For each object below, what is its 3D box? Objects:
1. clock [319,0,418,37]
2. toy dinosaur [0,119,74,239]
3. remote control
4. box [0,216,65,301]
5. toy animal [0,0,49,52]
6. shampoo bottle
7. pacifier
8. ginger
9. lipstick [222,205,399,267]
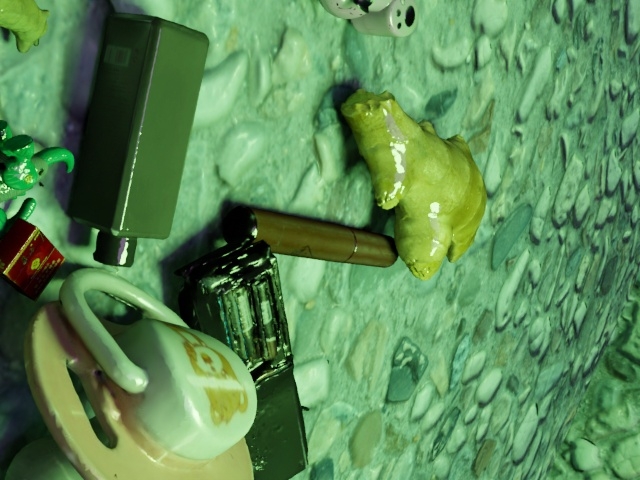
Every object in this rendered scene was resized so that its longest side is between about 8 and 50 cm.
[{"bbox_3d":[0.052,-0.391,0.989,0.248,0.090,0.227,10,95,-53],"label":"clock"},{"bbox_3d":[-0.279,-0.052,0.707,0.132,0.059,0.096,-35,142,-35],"label":"toy dinosaur"},{"bbox_3d":[-0.084,0.180,1.013,0.145,0.062,0.398,-28,129,-26],"label":"remote control"},{"bbox_3d":[-0.273,0.019,0.734,0.051,0.023,0.082,-61,169,-20],"label":"box"},{"bbox_3d":[-0.290,-0.210,0.607,0.218,0.103,0.101,51,38,-44],"label":"toy animal"},{"bbox_3d":[-0.183,-0.096,0.788,0.079,0.080,0.246,6,98,-53],"label":"shampoo bottle"},{"bbox_3d":[-0.182,0.178,0.775,0.273,0.220,0.332,-70,157,-5],"label":"pacifier"},{"bbox_3d":[0.134,-0.075,1.210,0.375,0.166,0.236,18,96,-40],"label":"ginger"},{"bbox_3d":[0.000,0.000,1.097,0.357,0.057,0.057,9,96,-55],"label":"lipstick"}]
